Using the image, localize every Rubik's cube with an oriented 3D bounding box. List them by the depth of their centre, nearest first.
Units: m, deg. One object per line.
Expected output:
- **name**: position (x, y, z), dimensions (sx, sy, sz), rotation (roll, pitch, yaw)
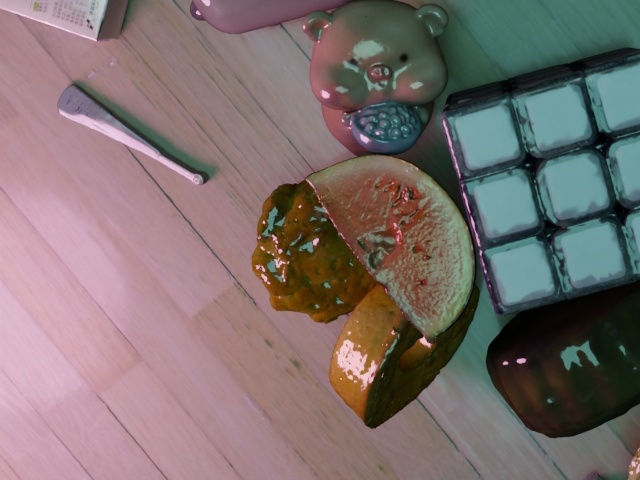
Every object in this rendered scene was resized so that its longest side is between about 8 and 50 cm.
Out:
- **Rubik's cube**: position (0.353, -0.096, 1.774), dimensions (0.303, 0.305, 0.301), rotation (-15, 99, 8)

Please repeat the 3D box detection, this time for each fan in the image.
- **fan**: position (-0.310, -0.163, 2.036), dimensions (0.282, 0.023, 0.057), rotation (33, 103, 4)

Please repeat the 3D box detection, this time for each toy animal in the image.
- **toy animal**: position (0.089, -0.240, 1.845), dimensions (0.210, 0.221, 0.230), rotation (-8, 93, 0)

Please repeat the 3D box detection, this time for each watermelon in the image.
- **watermelon**: position (0.134, -0.018, 1.802), dimensions (0.159, 0.128, 0.303), rotation (-40, 80, 13)

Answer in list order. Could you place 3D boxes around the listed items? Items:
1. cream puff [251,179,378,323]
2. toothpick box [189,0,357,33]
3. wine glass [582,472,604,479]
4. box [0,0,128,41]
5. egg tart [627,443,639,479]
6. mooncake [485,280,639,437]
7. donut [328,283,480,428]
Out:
- **cream puff**: position (0.005, 0.011, 1.921), dimensions (0.244, 0.196, 0.244), rotation (3, 103, 11)
- **toothpick box**: position (-0.070, -0.419, 1.853), dimensions (0.316, 0.229, 0.229), rotation (-14, 98, 14)
- **wine glass**: position (0.474, 0.449, 1.984), dimensions (0.155, 0.073, 0.073), rotation (42, 105, 0)
- **box**: position (-0.387, -0.464, 1.944), dimensions (0.194, 0.111, 0.260), rotation (20, 106, 6)
- **egg tart**: position (0.611, 0.374, 1.926), dimensions (0.290, 0.107, 0.291), rotation (0, 107, -1)
- **mooncake**: position (0.396, 0.165, 1.833), dimensions (0.290, 0.290, 0.161), rotation (-29, 97, 14)
- **donut**: position (0.120, 0.150, 1.901), dimensions (0.108, 0.277, 0.278), rotation (35, 106, 23)
